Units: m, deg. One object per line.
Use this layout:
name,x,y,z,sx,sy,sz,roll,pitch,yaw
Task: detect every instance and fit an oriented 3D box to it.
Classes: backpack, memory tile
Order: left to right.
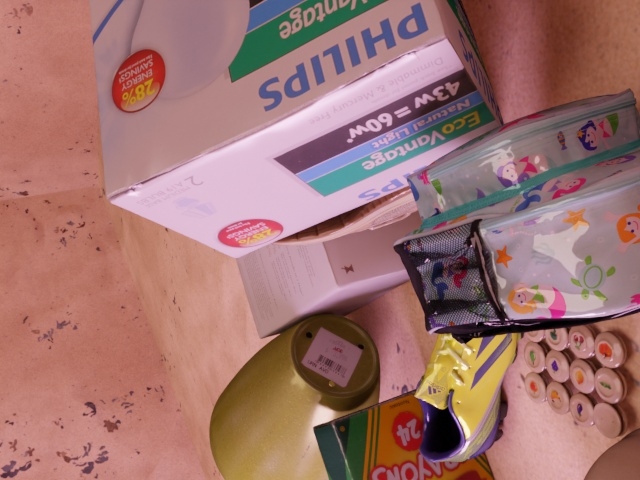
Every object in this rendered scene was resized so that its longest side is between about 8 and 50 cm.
memory tile,0.270,0.141,0.759,0.148,0.012,0.113,-165,69,-65
backpack,0.211,-0.017,0.591,0.253,0.225,0.191,-9,98,60

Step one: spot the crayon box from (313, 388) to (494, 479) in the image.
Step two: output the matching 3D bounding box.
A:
crayon box,0.139,0.366,0.927,0.081,0.202,0.319,-42,64,60

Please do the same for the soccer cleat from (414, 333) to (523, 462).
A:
soccer cleat,0.171,0.148,0.854,0.093,0.121,0.289,33,130,55

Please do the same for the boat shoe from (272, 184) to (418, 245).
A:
boat shoe,0.063,-0.060,0.835,0.302,0.098,0.109,-22,66,22

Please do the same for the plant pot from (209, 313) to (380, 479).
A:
plant pot,-0.016,0.251,1.108,0.275,0.274,0.294,62,149,28

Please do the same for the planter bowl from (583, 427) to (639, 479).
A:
planter bowl,0.305,0.269,0.655,0.162,0.109,0.162,35,131,53

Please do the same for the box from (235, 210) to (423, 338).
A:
box,0.000,0.000,1.078,0.345,0.168,0.215,-40,65,62

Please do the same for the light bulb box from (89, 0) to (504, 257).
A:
light bulb box,-0.038,-0.225,0.747,0.357,0.225,0.361,-22,66,21
